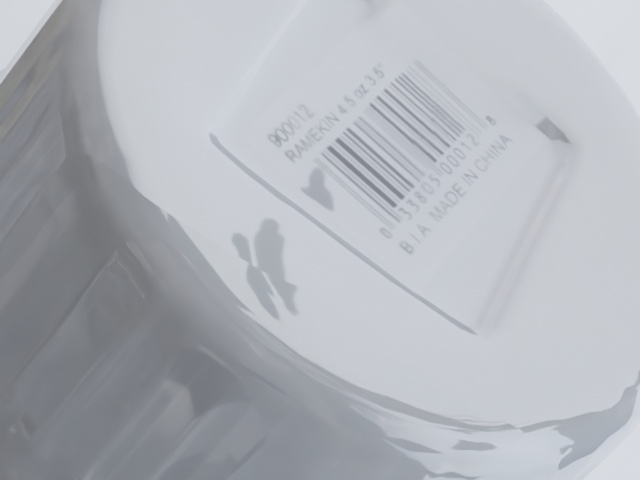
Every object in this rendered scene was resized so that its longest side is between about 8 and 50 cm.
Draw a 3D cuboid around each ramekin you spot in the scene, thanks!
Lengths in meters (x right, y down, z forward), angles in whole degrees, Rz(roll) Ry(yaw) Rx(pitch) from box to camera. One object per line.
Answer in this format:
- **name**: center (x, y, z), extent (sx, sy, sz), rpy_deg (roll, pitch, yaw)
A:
- **ramekin**: center (0.000, 0.000, 0.662), extent (0.135, 0.277, 0.277), rpy_deg (-48, -126, 45)
